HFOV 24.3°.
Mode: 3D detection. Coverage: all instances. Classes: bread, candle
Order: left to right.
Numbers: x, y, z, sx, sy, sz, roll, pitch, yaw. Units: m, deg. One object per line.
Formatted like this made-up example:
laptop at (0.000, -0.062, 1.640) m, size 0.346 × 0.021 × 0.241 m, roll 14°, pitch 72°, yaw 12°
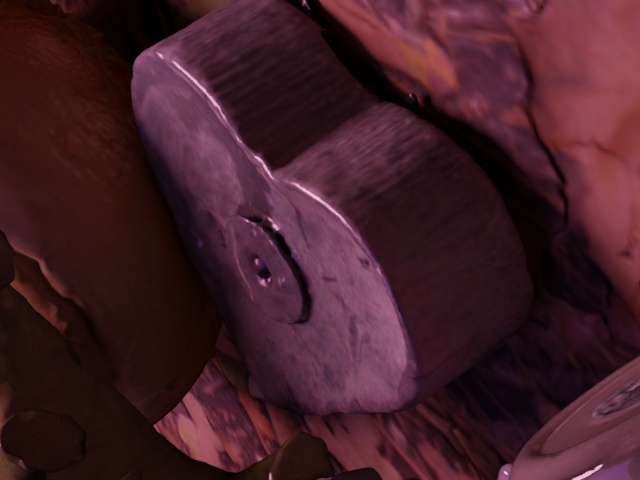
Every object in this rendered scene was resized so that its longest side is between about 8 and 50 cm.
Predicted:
bread at (-0.180, -0.026, 0.737) m, size 0.305 × 0.159 × 0.305 m, roll 23°, pitch 152°, yaw 13°
candle at (0.000, 0.000, 0.600) m, size 0.192 × 0.068 × 0.168 m, roll 45°, pitch 153°, yaw 34°

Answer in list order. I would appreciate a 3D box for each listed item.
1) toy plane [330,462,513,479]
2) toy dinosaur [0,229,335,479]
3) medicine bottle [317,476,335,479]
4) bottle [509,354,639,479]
toy plane at (0.093, 0.184, 0.591) m, size 0.252 × 0.118 × 0.252 m, roll 45°, pitch 155°, yaw 28°
toy dinosaur at (-0.107, 0.124, 0.665) m, size 0.447 × 0.087 × 0.301 m, roll 36°, pitch 152°, yaw 4°
medicine bottle at (-0.143, 0.267, 0.742) m, size 0.108 × 0.426 × 0.108 m, roll 40°, pitch 149°, yaw 31°
bottle at (0.158, 0.134, 0.419) m, size 0.233 × 0.110 × 0.110 m, roll 57°, pitch 155°, yaw 2°
